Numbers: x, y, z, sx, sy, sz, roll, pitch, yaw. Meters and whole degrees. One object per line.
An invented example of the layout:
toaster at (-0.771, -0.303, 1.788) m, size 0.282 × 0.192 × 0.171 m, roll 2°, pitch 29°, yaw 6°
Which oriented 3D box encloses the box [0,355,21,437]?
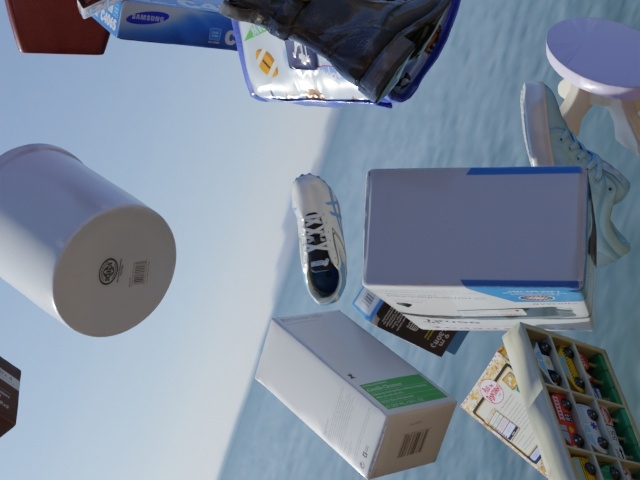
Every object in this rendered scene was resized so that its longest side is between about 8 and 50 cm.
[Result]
box at (-0.641, 0.291, 1.630) m, size 0.381 × 0.191 × 0.143 m, roll -40°, pitch 31°, yaw 13°

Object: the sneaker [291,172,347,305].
sneaker at (0.000, 0.000, 1.911) m, size 0.086 × 0.085 × 0.237 m, roll -87°, pitch -14°, yaw -70°

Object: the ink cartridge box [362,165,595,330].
ink cartridge box at (0.243, 0.024, 1.578) m, size 0.395 × 0.285 × 0.166 m, roll 37°, pitch -126°, yaw -70°

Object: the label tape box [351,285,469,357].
label tape box at (0.272, 0.125, 2.499) m, size 0.241 × 0.333 × 0.106 m, roll -59°, pitch 31°, yaw 6°

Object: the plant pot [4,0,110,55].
plant pot at (-0.566, -0.535, 2.421) m, size 0.267 × 0.267 × 0.236 m, roll -127°, pitch 38°, yaw -66°

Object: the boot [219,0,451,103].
boot at (0.026, -0.294, 1.339) m, size 0.263 × 0.229 × 0.091 m, roll -52°, pitch -6°, yaw -44°

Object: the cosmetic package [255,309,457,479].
cosmetic package at (0.061, 0.293, 2.175) m, size 0.197 × 0.365 × 0.155 m, roll -5°, pitch -60°, yaw -42°

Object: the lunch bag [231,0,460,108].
lunch bag at (0.040, -0.399, 1.739) m, size 0.327 × 0.239 × 0.386 m, roll 9°, pitch 85°, yaw 45°

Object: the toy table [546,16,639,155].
toy table at (0.516, -0.278, 2.018) m, size 0.274 × 0.252 × 0.161 m, roll -110°, pitch 7°, yaw -50°

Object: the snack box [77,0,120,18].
snack box at (-0.308, -0.412, 1.791) m, size 0.178 × 0.022 × 0.064 m, roll -29°, pitch 3°, yaw -11°

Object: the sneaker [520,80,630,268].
sneaker at (0.438, -0.116, 1.876) m, size 0.135 × 0.150 × 0.366 m, roll -88°, pitch -21°, yaw -60°

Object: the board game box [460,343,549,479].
board game box at (0.326, 0.263, 1.693) m, size 0.045 × 0.193 × 0.147 m, roll -35°, pitch -22°, yaw -44°

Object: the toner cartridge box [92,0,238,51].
toner cartridge box at (-0.252, -0.431, 2.150) m, size 0.165 × 0.347 × 0.075 m, roll 41°, pitch 124°, yaw 51°

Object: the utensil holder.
utensil holder at (-0.547, -0.001, 2.423) m, size 0.327 × 0.385 × 0.328 m, roll -21°, pitch -56°, yaw -35°

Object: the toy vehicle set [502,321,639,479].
toy vehicle set at (0.327, 0.234, 1.356) m, size 0.035 × 0.166 × 0.267 m, roll -45°, pitch 43°, yaw 34°
